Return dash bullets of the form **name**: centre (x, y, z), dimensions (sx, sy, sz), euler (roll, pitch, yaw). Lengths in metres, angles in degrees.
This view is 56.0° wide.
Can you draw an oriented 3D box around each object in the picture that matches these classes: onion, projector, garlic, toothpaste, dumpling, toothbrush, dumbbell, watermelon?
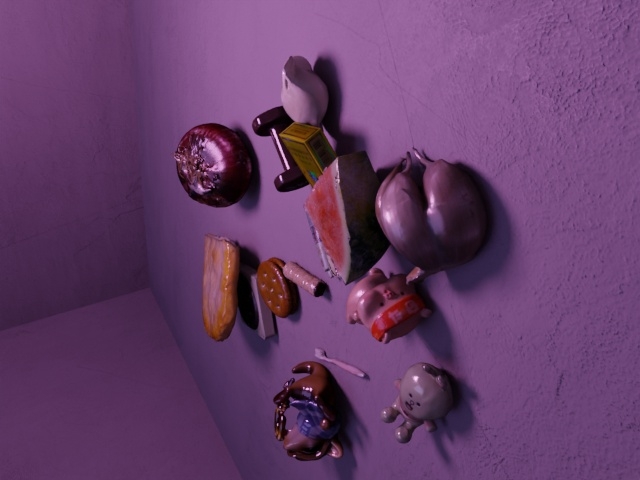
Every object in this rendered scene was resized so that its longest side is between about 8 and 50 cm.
- **onion**: centre (-0.364, -0.266, 2.134), dimensions (0.314, 0.232, 0.313), euler (15, 116, 34)
- **projector**: centre (-0.275, 0.236, 2.379), dimensions (0.257, 0.079, 0.259), euler (20, 122, 60)
- **garlic**: centre (0.225, -0.050, 1.248), dimensions (0.237, 0.210, 0.291), euler (-66, -40, -78)
- **toothpaste**: centre (0.000, 0.000, 1.780), dimensions (0.060, 0.038, 0.233), euler (-32, 73, 59)
- **dumpling**: centre (-0.038, -0.378, 1.560), dimensions (0.151, 0.124, 0.228), euler (-79, -26, -49)
- **toothbrush**: centre (0.057, 0.383, 1.896), dimensions (0.307, 0.025, 0.029), euler (7, 103, 62)
- **dumbbell**: centre (-0.096, -0.258, 1.701), dimensions (0.225, 0.140, 0.124), euler (68, -169, 9)
- **watermelon**: centre (0.062, -0.066, 1.400), dimensions (0.231, 0.193, 0.310), euler (-106, -8, -64)

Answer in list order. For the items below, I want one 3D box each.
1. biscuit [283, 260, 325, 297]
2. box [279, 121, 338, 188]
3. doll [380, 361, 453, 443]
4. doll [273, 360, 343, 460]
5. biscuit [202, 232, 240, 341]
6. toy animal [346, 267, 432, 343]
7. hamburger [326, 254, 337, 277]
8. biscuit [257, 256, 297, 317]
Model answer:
- **biscuit**: centre (-0.051, 0.123, 1.922), dimensions (0.219, 0.055, 0.061), euler (26, 91, 54)
- **box**: centre (-0.002, -0.193, 1.547), dimensions (0.141, 0.064, 0.220), euler (27, 153, 55)
- **doll**: centre (0.243, 0.377, 1.459), dimensions (0.155, 0.113, 0.275), euler (48, 138, 25)
- **doll**: centre (-0.042, 0.578, 1.991), dimensions (0.318, 0.209, 0.339), euler (42, 142, 51)
- **biscuit**: centre (-0.392, 0.178, 2.388), dimensions (0.429, 0.104, 0.445), euler (172, 99, -66)
- **toy animal**: centre (0.155, 0.160, 1.444), dimensions (0.198, 0.171, 0.171), euler (24, 126, 59)
- **hamburger**: centre (0.059, 0.033, 1.655), dimensions (0.133, 0.063, 0.140), euler (7, 113, 62)
- **biscuit**: centre (-0.150, 0.167, 2.125), dimensions (0.220, 0.066, 0.220), euler (37, 136, 45)
